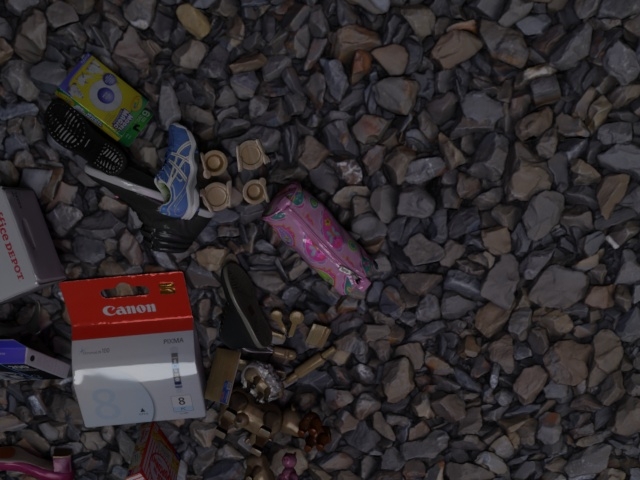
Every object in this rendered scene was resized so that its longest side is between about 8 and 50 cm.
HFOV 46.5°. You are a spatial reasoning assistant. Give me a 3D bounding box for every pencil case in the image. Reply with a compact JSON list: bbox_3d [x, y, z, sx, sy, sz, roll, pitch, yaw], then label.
[{"bbox_3d":[0.000,0.000,1.665,0.124,0.124,0.284,-38,110,16],"label":"pencil case"}]

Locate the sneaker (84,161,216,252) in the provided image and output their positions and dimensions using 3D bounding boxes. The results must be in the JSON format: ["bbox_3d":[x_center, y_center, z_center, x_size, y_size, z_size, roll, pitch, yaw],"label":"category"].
[{"bbox_3d":[-0.391,-0.063,1.633,0.295,0.105,0.147,23,109,-17],"label":"sneaker"}]

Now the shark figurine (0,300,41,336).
[{"bbox_3d":[-0.803,0.201,1.759,0.278,0.116,0.166,22,116,-9],"label":"shark figurine"}]

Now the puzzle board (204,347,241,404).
[{"bbox_3d":[-0.237,0.330,1.816,0.011,0.096,0.128,22,76,-42],"label":"puzzle board"}]

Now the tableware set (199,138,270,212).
[{"bbox_3d":[-0.187,-0.139,1.616,0.168,0.020,0.141,-13,107,-14],"label":"tableware set"}]

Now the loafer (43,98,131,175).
[{"bbox_3d":[-0.487,-0.209,1.563,0.220,0.078,0.080,42,96,7],"label":"loafer"}]

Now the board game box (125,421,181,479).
[{"bbox_3d":[-0.425,0.582,1.910,0.045,0.193,0.147,-23,116,10],"label":"board game box"}]

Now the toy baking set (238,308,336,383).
[{"bbox_3d":[-0.091,0.268,1.853,0.256,0.030,0.197,-41,108,17],"label":"toy baking set"}]

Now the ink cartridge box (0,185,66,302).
[{"bbox_3d":[-0.749,0.041,1.627,0.307,0.129,0.223,-21,89,10],"label":"ink cartridge box"}]

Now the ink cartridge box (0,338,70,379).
[{"bbox_3d":[-0.737,0.283,1.750,0.206,0.045,0.208,-4,153,21],"label":"ink cartridge box"}]

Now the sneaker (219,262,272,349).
[{"bbox_3d":[-0.210,0.165,1.768,0.118,0.083,0.222,-14,103,33],"label":"sneaker"}]

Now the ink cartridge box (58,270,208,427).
[{"bbox_3d":[-0.453,0.271,1.812,0.307,0.091,0.385,-5,118,1],"label":"ink cartridge box"}]

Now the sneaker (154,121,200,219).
[{"bbox_3d":[-0.302,-0.148,1.559,0.081,0.080,0.211,0,77,-30],"label":"sneaker"}]

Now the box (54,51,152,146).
[{"bbox_3d":[-0.436,-0.285,1.526,0.179,0.105,0.043,39,155,-20],"label":"box"}]

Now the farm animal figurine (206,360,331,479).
[{"bbox_3d":[-0.133,0.482,1.891,0.326,0.172,0.330,42,115,-6],"label":"farm animal figurine"}]

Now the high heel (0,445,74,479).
[{"bbox_3d":[-0.782,0.613,1.983,0.243,0.082,0.117,1,107,-16],"label":"high heel"}]
